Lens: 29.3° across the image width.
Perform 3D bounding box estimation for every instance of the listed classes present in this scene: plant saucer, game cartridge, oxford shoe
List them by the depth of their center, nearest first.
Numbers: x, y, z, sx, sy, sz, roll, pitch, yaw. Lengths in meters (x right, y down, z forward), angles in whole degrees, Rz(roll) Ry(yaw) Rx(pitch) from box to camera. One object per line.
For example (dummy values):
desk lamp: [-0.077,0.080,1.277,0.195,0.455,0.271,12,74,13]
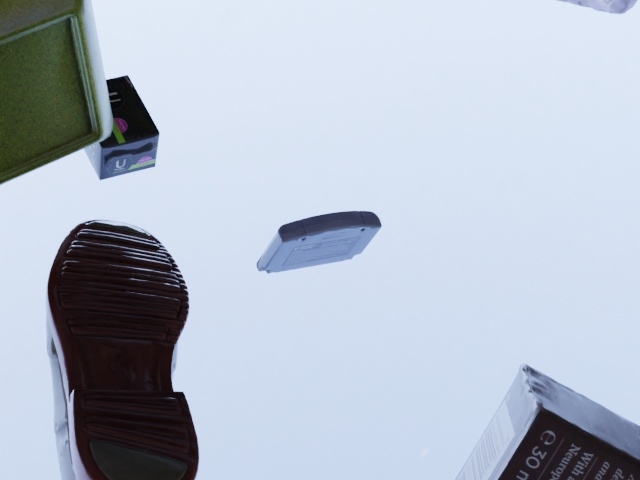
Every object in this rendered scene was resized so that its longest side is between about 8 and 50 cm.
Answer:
game cartridge: [0.000,0.000,0.873,0.083,0.056,0.017,-9,-113,-30]
plant saucer: [-0.252,-0.119,0.989,0.188,0.188,0.045,-28,-132,-25]
oxford shoe: [-0.181,0.117,1.028,0.123,0.130,0.348,10,-143,-16]

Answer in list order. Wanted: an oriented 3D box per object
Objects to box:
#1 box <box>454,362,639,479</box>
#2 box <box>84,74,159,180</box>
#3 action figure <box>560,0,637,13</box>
box: [0.282,0.280,0.968,0.381,0.191,0.143,28,-169,-1]
box: [-0.203,-0.111,1.201,0.062,0.052,0.083,-18,-121,-25]
action figure: [0.045,-0.324,0.640,0.370,0.275,0.248,25,-179,-29]
